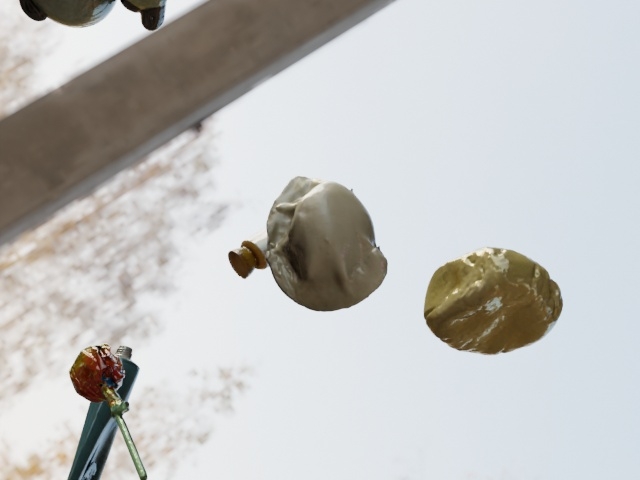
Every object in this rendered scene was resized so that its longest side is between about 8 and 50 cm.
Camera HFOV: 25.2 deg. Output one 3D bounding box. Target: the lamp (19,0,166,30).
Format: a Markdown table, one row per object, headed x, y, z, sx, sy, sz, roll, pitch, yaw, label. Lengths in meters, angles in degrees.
| x | y | z | sx | sy | sz | roll | pitch | yaw | label |
| --- | --- | --- | --- | --- | --- | --- | --- | --- | --- |
| -0.363 | -0.437 | 2.314 | 0.198 | 0.243 | 0.198 | -170 | -90 | -80 | lamp |

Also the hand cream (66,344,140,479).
| x | y | z | sx | sy | sz | roll | pitch | yaw | label |
| --- | --- | --- | --- | --- | --- | --- | --- | --- | --- |
| -0.270 | 0.234 | 1.739 | 0.048 | 0.224 | 0.083 | 10 | -19 | 17 | hand cream |

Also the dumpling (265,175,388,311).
| x | y | z | sx | sy | sz | roll | pitch | yaw | label |
| --- | --- | --- | --- | --- | --- | --- | --- | --- | --- |
| 0.001 | 0.001 | 1.777 | 0.176 | 0.150 | 0.092 | 61 | -21 | 0 | dumpling |

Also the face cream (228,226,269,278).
| x | y | z | sx | sy | sz | roll | pitch | yaw | label |
| --- | --- | --- | --- | --- | --- | --- | --- | --- | --- |
| -0.053 | -0.006 | 2.116 | 0.072 | 0.182 | 0.051 | 11 | -53 | 55 | face cream |

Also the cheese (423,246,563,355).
| x | y | z | sx | sy | sz | roll | pitch | yaw | label |
| --- | --- | --- | --- | --- | --- | --- | --- | --- | --- |
| 0.295 | 0.109 | 2.416 | 0.214 | 0.117 | 0.226 | 29 | -42 | -31 | cheese |

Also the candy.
| x | y | z | sx | sy | sz | roll | pitch | yaw | label |
| --- | --- | --- | --- | --- | --- | --- | --- | --- | --- |
| -0.209 | 0.178 | 1.465 | 0.201 | 0.060 | 0.060 | -127 | -162 | -48 | candy |
